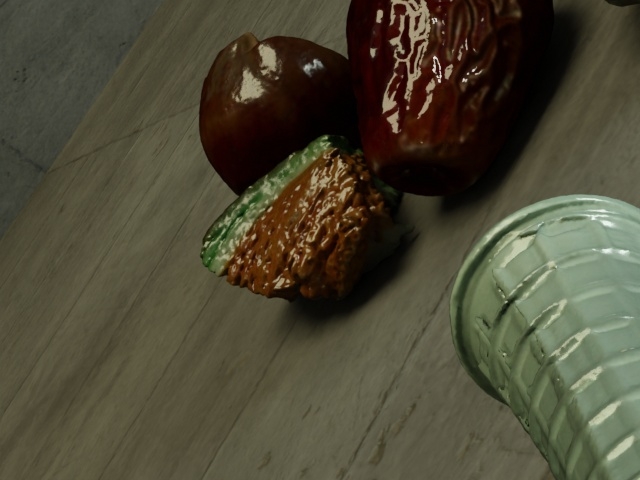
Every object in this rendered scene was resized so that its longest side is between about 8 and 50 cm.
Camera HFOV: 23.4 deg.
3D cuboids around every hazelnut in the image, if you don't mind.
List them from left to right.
[{"bbox_3d":[-0.031,-0.125,1.555,0.202,0.170,0.160,-27,57,36],"label":"hazelnut"}]

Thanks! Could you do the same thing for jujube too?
[{"bbox_3d":[0.106,-0.159,1.322,0.190,0.190,0.255,-28,47,49],"label":"jujube"}]

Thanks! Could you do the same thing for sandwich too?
[{"bbox_3d":[-0.007,0.005,1.378,0.185,0.109,0.160,-43,41,19],"label":"sandwich"}]

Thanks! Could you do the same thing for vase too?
[{"bbox_3d":[0.159,0.102,0.767,0.143,0.143,0.299,-47,22,15],"label":"vase"}]

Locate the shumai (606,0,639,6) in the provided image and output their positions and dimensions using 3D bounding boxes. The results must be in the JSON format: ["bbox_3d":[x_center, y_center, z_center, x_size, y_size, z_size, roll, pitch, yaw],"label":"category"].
[{"bbox_3d":[0.278,-0.264,1.183,0.184,0.218,0.185,-63,-18,-45],"label":"shumai"}]
